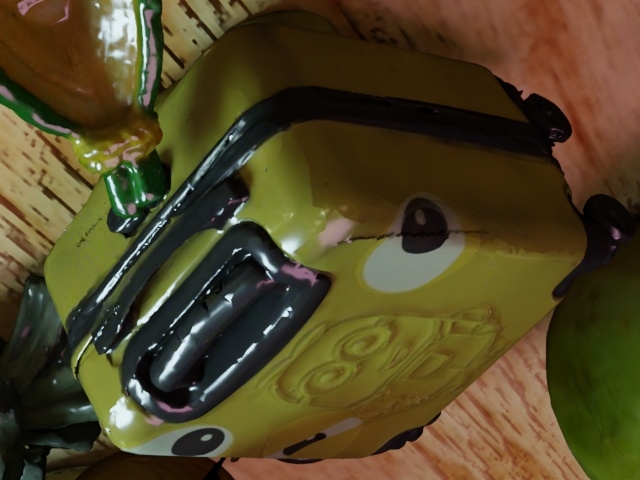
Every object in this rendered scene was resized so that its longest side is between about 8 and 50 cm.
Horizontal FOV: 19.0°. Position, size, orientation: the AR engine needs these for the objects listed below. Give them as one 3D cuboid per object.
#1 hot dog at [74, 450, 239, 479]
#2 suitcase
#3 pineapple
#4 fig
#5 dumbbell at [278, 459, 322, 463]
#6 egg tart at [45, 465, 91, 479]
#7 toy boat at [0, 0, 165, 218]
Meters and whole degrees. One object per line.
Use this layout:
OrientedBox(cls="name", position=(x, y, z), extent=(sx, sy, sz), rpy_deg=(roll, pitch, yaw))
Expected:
OrientedBox(cls="hot dog", position=(-0.100, 0.168, 0.990), extent=(0.107, 0.194, 0.326), rpy_deg=(15, 161, 9))
OrientedBox(cls="suitcase", position=(0.000, 0.000, 0.893), extent=(0.235, 0.143, 0.194), rpy_deg=(7, 137, -45))
OrientedBox(cls="pineapple", position=(-0.205, 0.111, 0.936), extent=(0.248, 0.128, 0.128), rpy_deg=(-33, 150, 0))
OrientedBox(cls="fig", position=(0.229, 0.067, 1.126), extent=(0.207, 0.207, 0.230), rpy_deg=(-34, 143, 12))
OrientedBox(cls="dumbbell", position=(-0.009, 0.082, 1.083), extent=(0.069, 0.069, 0.147), rpy_deg=(-13, 147, -22))
OrientedBox(cls="egg tart", position=(-0.160, 0.246, 1.142), extent=(0.234, 0.094, 0.234), rpy_deg=(-6, 99, -37))
OrientedBox(cls="toy boat", position=(-0.104, -0.096, 0.718), extent=(0.089, 0.088, 0.229), rpy_deg=(-26, 149, -3))
